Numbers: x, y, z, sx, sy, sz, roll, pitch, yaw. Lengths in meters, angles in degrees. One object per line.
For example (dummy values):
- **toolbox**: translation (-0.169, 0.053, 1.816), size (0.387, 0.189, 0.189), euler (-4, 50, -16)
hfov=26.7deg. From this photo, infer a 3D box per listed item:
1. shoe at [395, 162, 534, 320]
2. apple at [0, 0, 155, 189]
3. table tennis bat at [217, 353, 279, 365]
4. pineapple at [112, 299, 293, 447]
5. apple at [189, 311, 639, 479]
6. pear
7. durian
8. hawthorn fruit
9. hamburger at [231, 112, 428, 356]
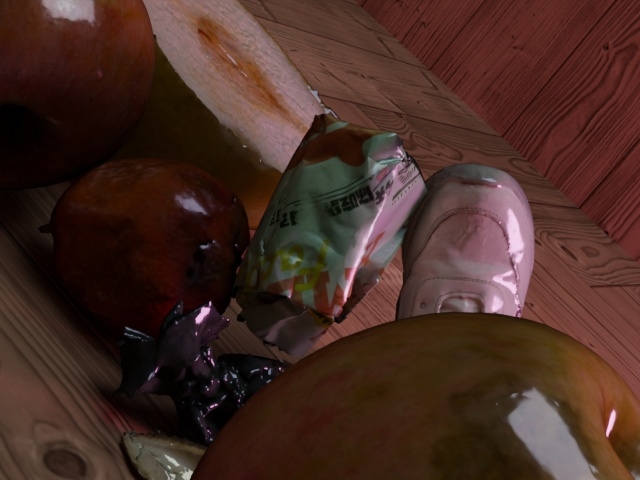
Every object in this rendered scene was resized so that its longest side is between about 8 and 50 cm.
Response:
- **shoe**: translation (0.132, 0.104, 1.293), size (0.132, 0.341, 0.210), euler (8, 31, -2)
- **apple**: translation (-0.278, -0.170, 1.225), size (0.254, 0.253, 0.253), euler (34, 19, -13)
- **table tennis bat**: translation (-0.036, 0.135, 1.271), size (0.095, 0.014, 0.158), euler (-1, -24, 30)
- **pineapple**: translation (-0.068, 0.129, 1.138), size (0.237, 0.111, 0.119), euler (27, 51, -31)
- **apple**: translation (0.087, 0.215, 0.893), size (0.364, 0.364, 0.364), euler (34, 19, -13)
- **pear**: translation (-0.150, -0.143, 1.492), size (0.386, 0.191, 0.340), euler (45, 21, -21)
- **durian**: translation (-0.105, 0.193, 1.064), size (0.066, 0.052, 0.130), euler (-31, 61, -30)
- **hawthorn fruit**: translation (-0.152, 0.007, 1.198), size (0.179, 0.173, 0.173), euler (36, 18, -9)
- **hamburger**: translation (0.001, 0.001, 1.223), size (0.125, 0.214, 0.235), euler (32, -4, 3)
